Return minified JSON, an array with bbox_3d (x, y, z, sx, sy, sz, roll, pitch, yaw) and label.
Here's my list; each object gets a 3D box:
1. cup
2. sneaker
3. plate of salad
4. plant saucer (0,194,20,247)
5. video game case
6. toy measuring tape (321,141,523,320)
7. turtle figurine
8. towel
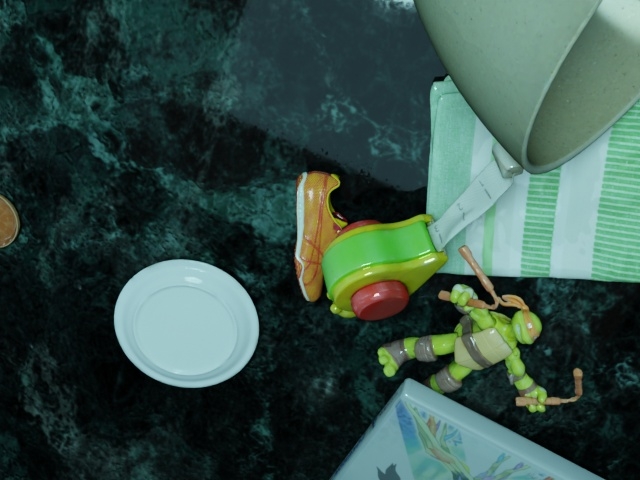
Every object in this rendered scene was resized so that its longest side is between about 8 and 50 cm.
[{"bbox_3d":[0.210,-0.262,0.616,0.237,0.331,0.331,45,114,22],"label":"cup"},{"bbox_3d":[0.000,0.000,0.862,0.067,0.064,0.175,2,113,0],"label":"sneaker"},{"bbox_3d":[-0.184,0.115,0.947,0.200,0.048,0.200,0,112,0],"label":"plate of salad"},{"bbox_3d":[-0.465,-0.031,0.967,0.083,0.013,0.083,3,110,9],"label":"plant saucer"},{"bbox_3d":[0.194,0.357,0.927,0.329,0.036,0.300,28,127,0],"label":"video game case"},{"bbox_3d":[0.085,0.001,0.770,0.121,0.121,0.330,35,137,-3],"label":"toy measuring tape"},{"bbox_3d":[0.184,0.125,0.856,0.217,0.087,0.269,-29,115,28],"label":"turtle figurine"},{"bbox_3d":[0.288,-0.066,0.794,0.325,0.038,0.248,3,111,10],"label":"towel"}]
